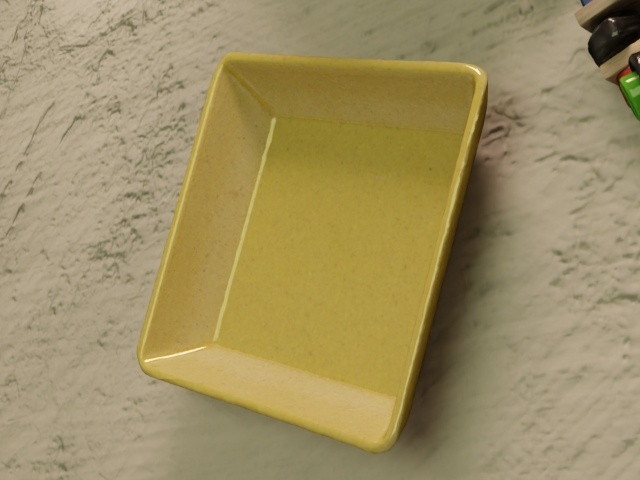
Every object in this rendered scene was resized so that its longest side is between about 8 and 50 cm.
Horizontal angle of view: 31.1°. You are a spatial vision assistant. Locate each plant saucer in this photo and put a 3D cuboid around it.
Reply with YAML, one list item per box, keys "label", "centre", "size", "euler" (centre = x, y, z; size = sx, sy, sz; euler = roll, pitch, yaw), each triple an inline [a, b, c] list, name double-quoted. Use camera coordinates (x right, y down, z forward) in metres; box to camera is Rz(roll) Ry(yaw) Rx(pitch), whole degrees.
- label: "plant saucer"
  centre: [0.000, 0.000, 1.067]
  size: [0.332, 0.081, 0.333]
  euler: [11, 84, 42]

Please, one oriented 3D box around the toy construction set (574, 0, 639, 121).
- label: "toy construction set"
  centre: [0.284, -0.252, 0.855]
  size: [0.237, 0.257, 0.309]
  euler: [-27, 36, 11]
